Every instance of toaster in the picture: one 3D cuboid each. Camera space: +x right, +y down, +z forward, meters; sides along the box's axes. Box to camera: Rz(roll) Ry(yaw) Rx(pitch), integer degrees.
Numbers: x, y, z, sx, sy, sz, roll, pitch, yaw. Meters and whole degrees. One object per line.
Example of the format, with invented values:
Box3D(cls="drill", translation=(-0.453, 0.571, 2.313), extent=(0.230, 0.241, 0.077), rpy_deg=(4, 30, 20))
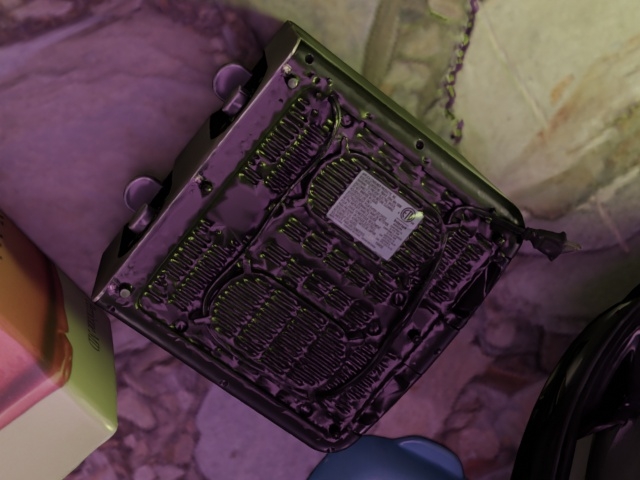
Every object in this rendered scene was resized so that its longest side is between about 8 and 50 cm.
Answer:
Box3D(cls="toaster", translation=(0.000, 0.000, 0.770), extent=(0.186, 0.110, 0.168), rpy_deg=(35, 101, -18))

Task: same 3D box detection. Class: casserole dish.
Box3D(cls="casserole dish", translation=(0.022, 0.202, 0.886), extent=(0.114, 0.037, 0.188), rpy_deg=(29, 102, -18))

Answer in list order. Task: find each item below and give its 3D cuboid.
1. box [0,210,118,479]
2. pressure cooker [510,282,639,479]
Box3D(cls="box", translation=(-0.222, 0.026, 0.724), extent=(0.127, 0.148, 0.232), rpy_deg=(-41, 111, 6))
Box3D(cls="pressure cooker", translation=(0.278, 0.220, 0.750), extent=(0.420, 0.370, 0.375), rpy_deg=(19, 104, -15))
